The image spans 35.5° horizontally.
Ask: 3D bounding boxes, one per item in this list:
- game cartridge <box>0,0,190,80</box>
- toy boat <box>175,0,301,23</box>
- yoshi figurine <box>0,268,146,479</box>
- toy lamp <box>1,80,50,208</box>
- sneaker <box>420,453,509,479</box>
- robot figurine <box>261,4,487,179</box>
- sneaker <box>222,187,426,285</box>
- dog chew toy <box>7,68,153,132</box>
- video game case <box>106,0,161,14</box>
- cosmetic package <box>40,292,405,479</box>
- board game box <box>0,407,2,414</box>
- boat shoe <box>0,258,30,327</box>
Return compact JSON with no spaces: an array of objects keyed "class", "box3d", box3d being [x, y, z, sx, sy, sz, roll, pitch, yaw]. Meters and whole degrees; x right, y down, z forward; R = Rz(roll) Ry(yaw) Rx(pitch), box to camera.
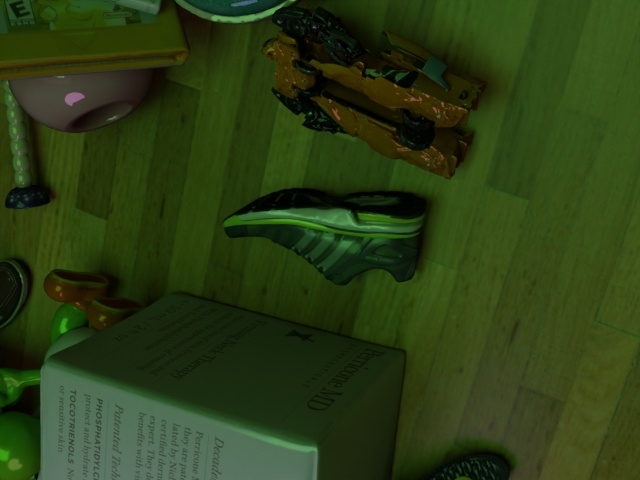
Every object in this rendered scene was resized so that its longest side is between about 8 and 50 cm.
[{"class":"game cartridge","box3d":[-0.343,-0.364,1.295,0.053,0.285,0.324,-46,58,61]},{"class":"toy boat","box3d":[-0.116,-0.434,1.259,0.267,0.148,0.318,-34,83,12]},{"class":"yoshi figurine","box3d":[-0.413,0.236,1.525,0.203,0.203,0.362,18,102,-10]},{"class":"toy lamp","box3d":[-0.474,-0.189,1.552,0.080,0.080,0.275,1,105,25]},{"class":"sneaker","box3d":[0.173,0.361,1.419,0.209,0.082,0.069,-31,71,11]},{"class":"robot figurine","box3d":[0.059,-0.196,1.270,0.291,0.085,0.211,29,150,14]},{"class":"sneaker","box3d":[0.000,0.000,1.370,0.299,0.111,0.121,4,110,26]},{"class":"dog chew toy","box3d":[-0.368,-0.323,1.404,0.206,0.206,0.332,-26,85,28]},{"class":"video game case","box3d":[-0.293,-0.415,1.297,0.206,0.227,0.026,13,153,-15]},{"class":"cosmetic package","box3d":[-0.131,0.305,1.387,0.393,0.329,0.328,13,109,21]},{"class":"board game box","box3d":[-0.669,0.256,1.687,0.346,0.056,0.208,21,110,29]},{"class":"boat shoe","box3d":[-0.590,0.128,1.684,0.257,0.095,0.095,-42,85,28]}]
